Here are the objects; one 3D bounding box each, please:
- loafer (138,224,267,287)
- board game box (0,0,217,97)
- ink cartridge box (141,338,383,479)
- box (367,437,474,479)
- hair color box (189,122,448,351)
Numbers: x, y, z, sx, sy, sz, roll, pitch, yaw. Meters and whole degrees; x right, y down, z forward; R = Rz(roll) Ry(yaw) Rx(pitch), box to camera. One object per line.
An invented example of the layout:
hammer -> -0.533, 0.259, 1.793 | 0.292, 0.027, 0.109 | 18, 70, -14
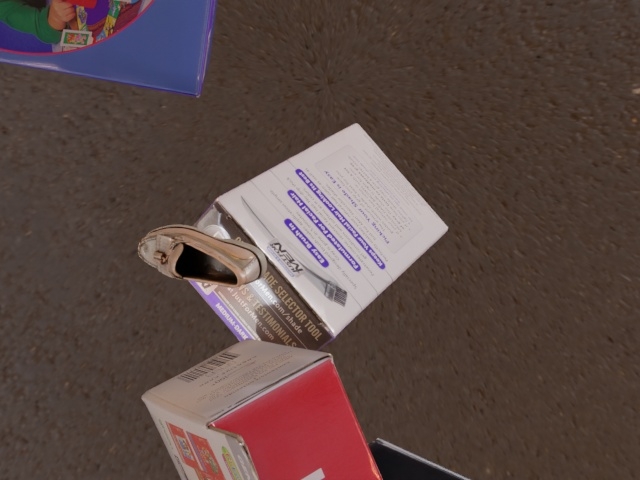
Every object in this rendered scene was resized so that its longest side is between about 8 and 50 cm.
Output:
loafer -> -0.108, 0.015, 0.847 | 0.125, 0.039, 0.045 | 9, 115, 25
board game box -> -0.156, -0.272, 0.546 | 0.233, 0.078, 0.347 | 9, 115, -6
ink cartridge box -> -0.010, 0.260, 0.887 | 0.130, 0.272, 0.309 | -27, 100, -23
box -> 0.200, 0.581, 1.257 | 0.480, 0.297, 0.472 | 20, 135, 19
hair color box -> 0.000, 0.000, 1.142 | 0.185, 0.339, 0.110 | 49, 122, 4
